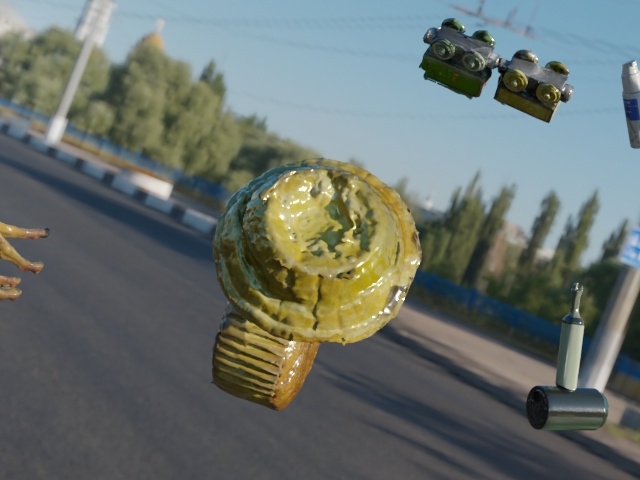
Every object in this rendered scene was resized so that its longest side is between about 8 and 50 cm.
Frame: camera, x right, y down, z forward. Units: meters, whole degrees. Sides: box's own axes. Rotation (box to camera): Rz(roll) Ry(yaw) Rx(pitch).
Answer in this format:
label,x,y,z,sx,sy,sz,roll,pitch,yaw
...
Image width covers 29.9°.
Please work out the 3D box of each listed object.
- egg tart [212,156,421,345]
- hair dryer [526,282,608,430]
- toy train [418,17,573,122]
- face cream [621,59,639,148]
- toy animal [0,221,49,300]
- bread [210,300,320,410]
label,x,y,z,sx,sy,sz,roll,pitch,yaw
egg tart,0.000,0.000,1.594,0.290,0.290,0.115,22,-29,2
hair dryer,0.333,0.153,1.577,0.100,0.198,0.057,3,7,-22
toy train,0.223,-0.214,1.532,0.202,0.060,0.081,25,-35,11
face cream,0.460,-0.200,1.751,0.034,0.130,0.034,-12,21,5
toy animal,-0.447,-0.038,1.578,0.054,0.149,0.275,23,-37,47
bread,-0.072,0.137,1.908,0.142,0.253,0.227,14,-21,8
